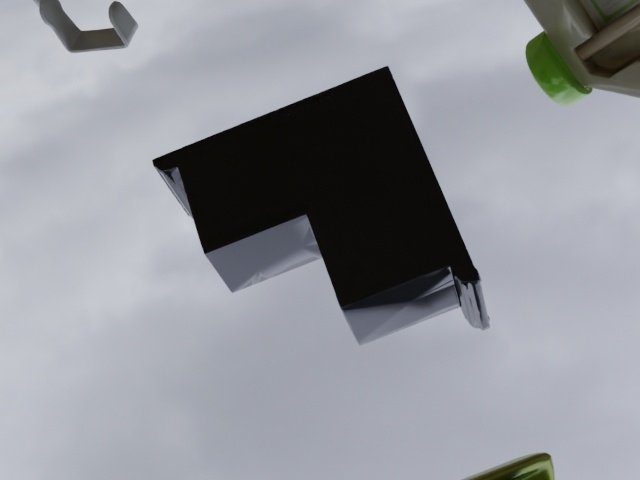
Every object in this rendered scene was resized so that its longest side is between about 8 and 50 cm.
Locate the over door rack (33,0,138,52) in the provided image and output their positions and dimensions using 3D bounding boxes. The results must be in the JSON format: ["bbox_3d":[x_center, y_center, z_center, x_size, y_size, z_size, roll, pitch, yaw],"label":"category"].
[{"bbox_3d":[-0.222,-0.308,0.787,0.108,0.324,0.240,-8,-131,40],"label":"over door rack"}]

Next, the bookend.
[{"bbox_3d":[0.000,0.000,0.700,0.156,0.072,0.157,-22,-119,2],"label":"bookend"}]

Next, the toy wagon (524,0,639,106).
[{"bbox_3d":[0.197,-0.257,0.741,0.267,0.344,0.068,-33,-177,36],"label":"toy wagon"}]

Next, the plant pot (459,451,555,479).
[{"bbox_3d":[0.107,0.263,0.676,0.228,0.227,0.207,-16,-158,-25],"label":"plant pot"}]
